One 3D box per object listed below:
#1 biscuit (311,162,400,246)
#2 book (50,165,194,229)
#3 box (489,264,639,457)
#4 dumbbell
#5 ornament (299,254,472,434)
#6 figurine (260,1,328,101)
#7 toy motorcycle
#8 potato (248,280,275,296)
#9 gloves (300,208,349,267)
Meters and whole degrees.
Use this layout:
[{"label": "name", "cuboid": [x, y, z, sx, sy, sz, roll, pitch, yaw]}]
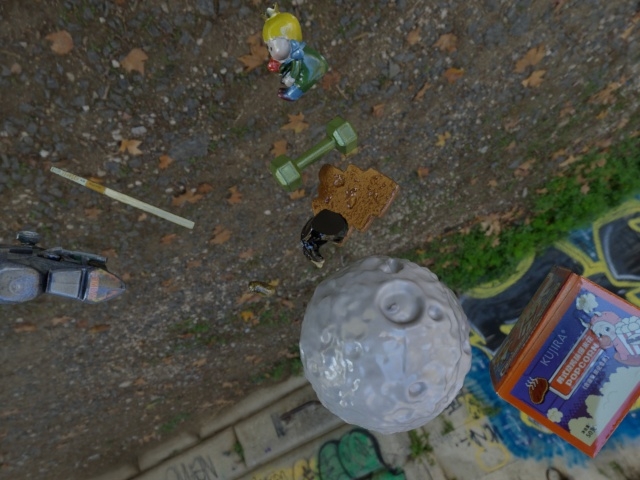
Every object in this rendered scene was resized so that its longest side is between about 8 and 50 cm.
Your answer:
[{"label": "biscuit", "cuboid": [0.111, -0.132, 1.410, 0.305, 0.284, 0.043, -12, 167, 27]}, {"label": "book", "cuboid": [-0.438, -0.096, 0.967, 0.207, 0.295, 0.020, 26, 84, -50]}, {"label": "box", "cuboid": [0.637, 0.277, 1.128, 0.349, 0.256, 0.318, -61, 163, 10]}, {"label": "dumbbell", "cuboid": [-0.018, -0.281, 1.426, 0.301, 0.122, 0.108, -35, -168, -9]}, {"label": "ornament", "cuboid": [0.123, 0.190, 0.859, 0.336, 0.337, 0.337, -22, 157, -10]}, {"label": "figurine", "cuboid": [-0.107, -0.536, 1.267, 0.185, 0.128, 0.234, -33, 121, 32]}, {"label": "toy motorcycle", "cuboid": [-0.485, 0.053, 0.694, 0.307, 0.173, 0.108, 7, 100, -43]}, {"label": "potato", "cuboid": [-0.175, 0.142, 1.307, 0.083, 0.040, 0.051, 15, -172, -11]}, {"label": "gloves", "cuboid": [0.000, 0.000, 1.239, 0.164, 0.124, 0.203, -21, 165, -34]}]
